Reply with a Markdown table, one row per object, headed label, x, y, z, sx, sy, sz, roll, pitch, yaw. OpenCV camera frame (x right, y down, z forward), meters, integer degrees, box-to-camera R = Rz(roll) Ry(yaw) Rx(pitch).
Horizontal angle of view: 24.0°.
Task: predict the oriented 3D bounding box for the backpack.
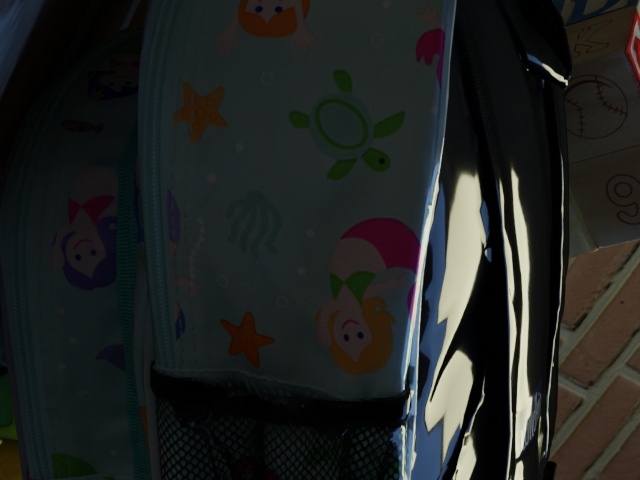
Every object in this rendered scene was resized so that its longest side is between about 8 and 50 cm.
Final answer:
| label | x | y | z | sx | sy | sz | roll | pitch | yaw |
| --- | --- | --- | --- | --- | --- | --- | --- | --- | --- |
| backpack | 0.000 | 0.000 | 0.530 | 0.225 | 0.191 | 0.253 | -59 | 156 | -60 |

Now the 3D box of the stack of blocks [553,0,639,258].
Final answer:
| label | x | y | z | sx | sy | sz | roll | pitch | yaw |
| --- | --- | --- | --- | --- | --- | --- | --- | --- | --- |
| stack of blocks | 0.029 | -0.050 | 0.731 | 0.297 | 0.087 | 0.171 | -15 | -153 | 25 |

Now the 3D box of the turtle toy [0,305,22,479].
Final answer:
| label | x | y | z | sx | sy | sz | roll | pitch | yaw |
| --- | --- | --- | --- | --- | --- | --- | --- | --- | --- |
| turtle toy | -0.124 | 0.052 | 0.634 | 0.130 | 0.066 | 0.095 | -56 | -175 | 43 |
